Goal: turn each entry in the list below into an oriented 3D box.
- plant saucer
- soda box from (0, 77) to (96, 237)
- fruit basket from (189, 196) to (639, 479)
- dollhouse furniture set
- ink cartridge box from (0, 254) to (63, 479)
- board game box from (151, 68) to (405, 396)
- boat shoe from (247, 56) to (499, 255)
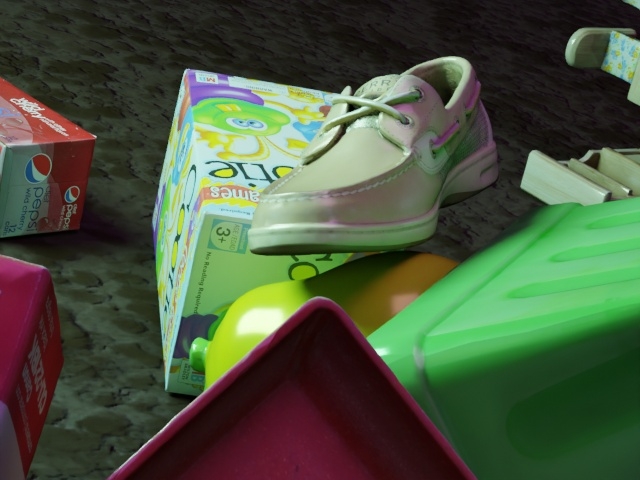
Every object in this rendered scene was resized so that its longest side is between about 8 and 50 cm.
[{"bbox_3d":[-0.006,0.195,0.813,0.259,0.048,0.258,51,52,-3],"label":"plant saucer"},{"bbox_3d":[-0.300,-0.093,1.579,0.092,0.083,0.263,-8,30,-43],"label":"soda box"},{"bbox_3d":[0.111,0.115,1.166,0.392,0.283,0.392,-26,3,1],"label":"fruit basket"},{"bbox_3d":[0.318,-0.143,1.884,0.161,0.242,0.212,-4,27,-40],"label":"dollhouse furniture set"},{"bbox_3d":[-0.239,0.126,0.780,0.197,0.272,0.114,15,-24,2],"label":"ink cartridge box"},{"bbox_3d":[-0.040,-0.005,1.417,0.142,0.144,0.275,9,23,-11],"label":"board game box"},{"bbox_3d":[0.036,-0.057,1.233,0.109,0.098,0.302,0,14,25],"label":"boat shoe"}]
